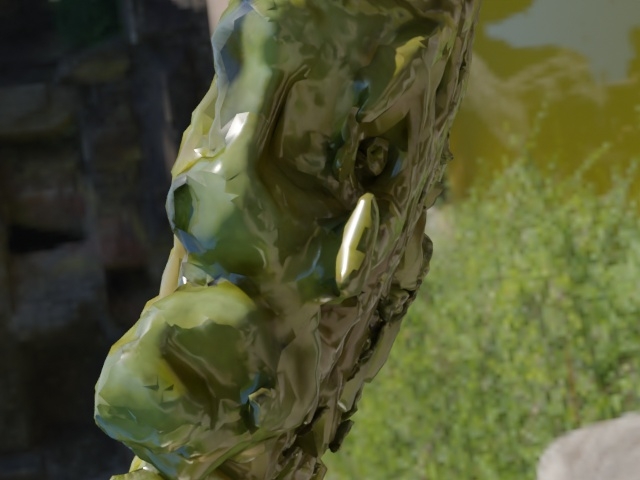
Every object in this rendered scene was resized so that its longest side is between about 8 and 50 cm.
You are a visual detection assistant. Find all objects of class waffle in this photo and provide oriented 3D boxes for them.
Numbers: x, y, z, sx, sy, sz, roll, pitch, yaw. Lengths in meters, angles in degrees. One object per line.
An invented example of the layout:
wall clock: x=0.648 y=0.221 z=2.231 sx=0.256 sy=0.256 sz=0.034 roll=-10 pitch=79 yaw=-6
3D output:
waffle: x=0.000 y=0.000 z=0.567 sx=0.297 sy=0.073 sz=0.317 roll=91 pitch=-163 yaw=-60
